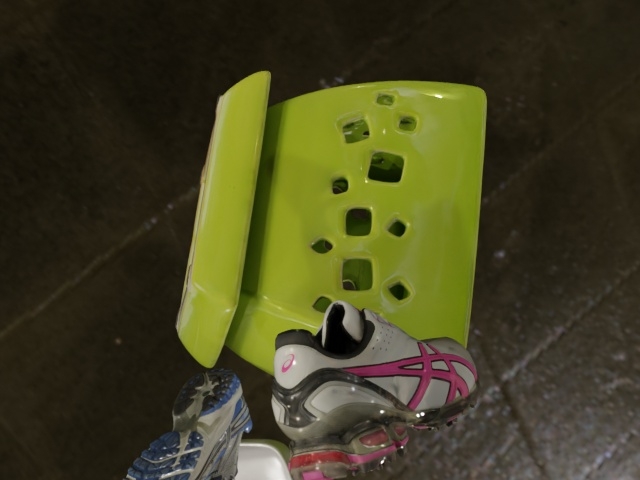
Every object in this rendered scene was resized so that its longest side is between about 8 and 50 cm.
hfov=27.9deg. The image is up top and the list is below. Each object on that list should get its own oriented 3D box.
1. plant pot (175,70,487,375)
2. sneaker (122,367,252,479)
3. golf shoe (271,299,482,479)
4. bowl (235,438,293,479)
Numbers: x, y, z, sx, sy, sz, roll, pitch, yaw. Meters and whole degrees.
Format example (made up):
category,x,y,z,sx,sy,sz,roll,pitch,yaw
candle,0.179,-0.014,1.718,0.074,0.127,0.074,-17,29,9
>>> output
category,x,y,z,sx,sy,sz,roll,pitch,yaw
plant pot,0.000,0.000,1.043,0.207,0.227,0.228,10,70,-6
sneaker,-0.078,0.146,0.831,0.058,0.052,0.135,62,40,-28
golf shoe,0.036,0.070,0.713,0.186,0.068,0.086,-14,90,-62
bowl,-0.072,0.240,1.139,0.053,0.142,0.142,-34,112,-67
